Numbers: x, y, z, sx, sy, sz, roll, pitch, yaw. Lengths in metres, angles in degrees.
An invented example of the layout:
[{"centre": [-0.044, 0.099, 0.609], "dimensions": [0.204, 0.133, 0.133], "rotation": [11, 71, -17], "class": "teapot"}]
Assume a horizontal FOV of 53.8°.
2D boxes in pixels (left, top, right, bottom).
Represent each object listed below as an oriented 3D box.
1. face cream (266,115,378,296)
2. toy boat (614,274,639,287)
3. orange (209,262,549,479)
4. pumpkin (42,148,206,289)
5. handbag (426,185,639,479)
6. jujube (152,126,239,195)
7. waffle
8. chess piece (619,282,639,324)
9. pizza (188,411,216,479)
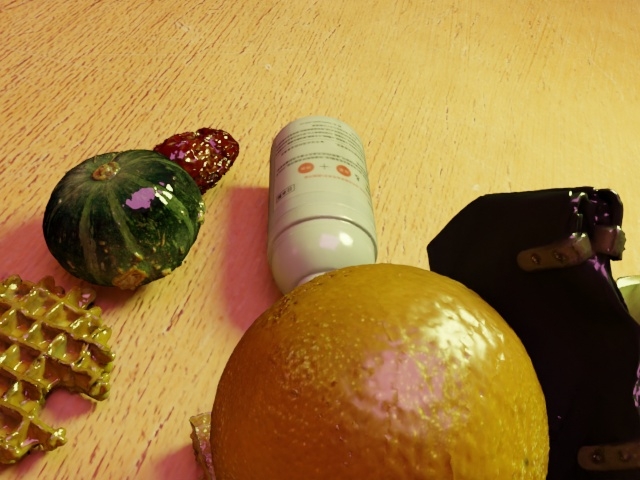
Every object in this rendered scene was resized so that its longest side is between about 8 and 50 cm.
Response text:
[{"centre": [0.000, 0.000, 0.813], "dimensions": [0.145, 0.145, 0.370], "rotation": [8, 44, -9], "class": "face cream"}, {"centre": [0.505, 0.086, 0.936], "dimensions": [0.206, 0.064, 0.072], "rotation": [-7, 65, -20], "class": "toy boat"}, {"centre": [0.042, 0.151, 0.514], "dimensions": [0.274, 0.274, 0.274], "rotation": [8, 43, -8], "class": "orange"}, {"centre": [-0.237, -0.028, 0.766], "dimensions": [0.190, 0.146, 0.190], "rotation": [-18, 41, 16], "class": "pumpkin"}, {"centre": [0.221, 0.103, 0.582], "dimensions": [0.152, 0.288, 0.342], "rotation": [-14, 81, -7], "class": "handbag"}, {"centre": [-0.179, -0.115, 0.913], "dimensions": [0.104, 0.104, 0.166], "rotation": [35, 44, 20], "class": "jujube"}, {"centre": [-0.333, 0.128, 0.648], "dimensions": [0.231, 0.051, 0.229], "rotation": [-6, 47, -21], "class": "waffle"}, {"centre": [0.415, 0.056, 0.655], "dimensions": [0.234, 0.442, 0.234], "rotation": [8, 47, -8], "class": "chess piece"}, {"centre": [-0.071, 0.216, 0.637], "dimensions": [0.134, 0.046, 0.175], "rotation": [31, 45, 13], "class": "pizza"}]
